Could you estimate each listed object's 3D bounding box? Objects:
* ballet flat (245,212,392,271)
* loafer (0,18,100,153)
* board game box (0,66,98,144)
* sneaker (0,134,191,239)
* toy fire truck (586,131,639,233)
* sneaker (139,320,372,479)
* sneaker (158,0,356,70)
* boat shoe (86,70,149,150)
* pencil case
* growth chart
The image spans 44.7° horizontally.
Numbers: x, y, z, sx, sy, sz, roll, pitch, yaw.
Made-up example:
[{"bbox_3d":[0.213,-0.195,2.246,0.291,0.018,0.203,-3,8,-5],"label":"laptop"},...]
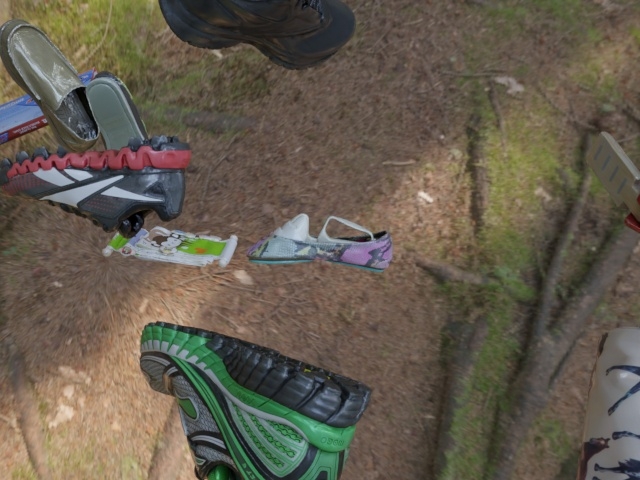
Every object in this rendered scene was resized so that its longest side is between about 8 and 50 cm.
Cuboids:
[{"bbox_3d":[0.000,0.000,1.175,0.222,0.077,0.079,4,104,-2],"label":"ballet flat"},{"bbox_3d":[-0.265,-0.156,0.782,0.056,0.050,0.148,-50,125,-32],"label":"loafer"},{"bbox_3d":[-0.593,-0.266,1.600,0.281,0.145,0.027,-20,129,9],"label":"board game box"},{"bbox_3d":[-0.305,-0.065,1.048,0.276,0.097,0.135,-4,96,9],"label":"sneaker"},{"bbox_3d":[0.407,-0.075,0.825,0.246,0.158,0.217,34,110,22],"label":"toy fire truck"},{"bbox_3d":[-0.097,0.166,0.750,0.134,0.344,0.146,21,83,-31],"label":"sneaker"},{"bbox_3d":[-0.048,-0.287,0.949,0.286,0.130,0.109,-8,75,-44],"label":"sneaker"},{"bbox_3d":[-0.317,-0.165,1.271,0.081,0.068,0.227,-12,119,2],"label":"boat shoe"},{"bbox_3d":[0.418,0.304,0.986,0.160,0.183,0.410,29,63,-21],"label":"pencil case"},{"bbox_3d":[-0.272,0.008,1.445,0.237,0.172,0.021,6,110,-9],"label":"growth chart"}]
